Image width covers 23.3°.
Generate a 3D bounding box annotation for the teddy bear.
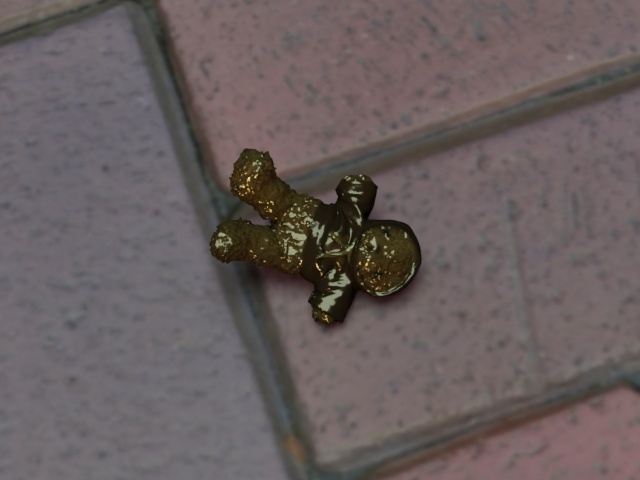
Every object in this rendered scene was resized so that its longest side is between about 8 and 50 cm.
[{"bbox_3d":[-0.004,0.000,1.190,0.160,0.078,0.119,19,81,-8],"label":"teddy bear"}]
